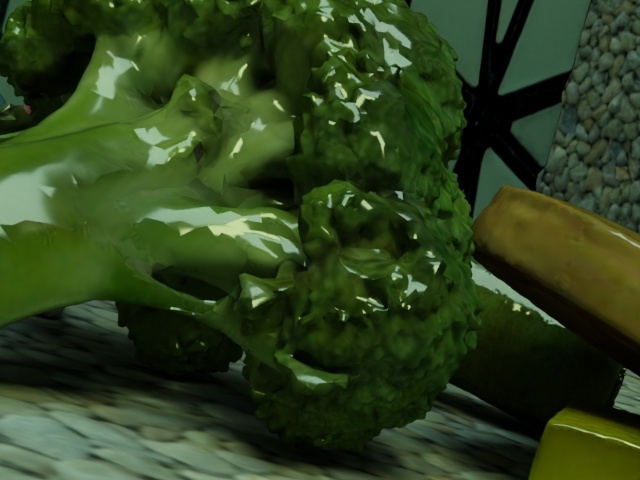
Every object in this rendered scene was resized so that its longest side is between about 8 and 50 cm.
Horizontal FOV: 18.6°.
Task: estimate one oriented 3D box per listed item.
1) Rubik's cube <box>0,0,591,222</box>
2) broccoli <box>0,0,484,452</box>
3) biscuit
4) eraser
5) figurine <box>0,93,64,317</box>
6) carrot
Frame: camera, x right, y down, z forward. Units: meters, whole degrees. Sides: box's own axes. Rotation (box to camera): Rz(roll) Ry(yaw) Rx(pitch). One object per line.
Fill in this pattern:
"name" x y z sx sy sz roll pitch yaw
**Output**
"Rubik's cube" -0.020 -0.109 1.258 0.283 0.294 0.288 15 6 29
"broccoli" -0.053 0.005 0.824 0.254 0.186 0.302 19 48 8
"biscuit" 0.209 0.068 0.816 0.275 0.052 0.355 35 -2 -44
"eraser" 0.137 0.100 0.790 0.097 0.045 0.122 16 5 12
"figurine" -0.197 -0.038 0.995 0.205 0.103 0.260 19 -4 19
"carrot" 0.000 0.000 1.044 0.358 0.074 0.074 27 9 19
